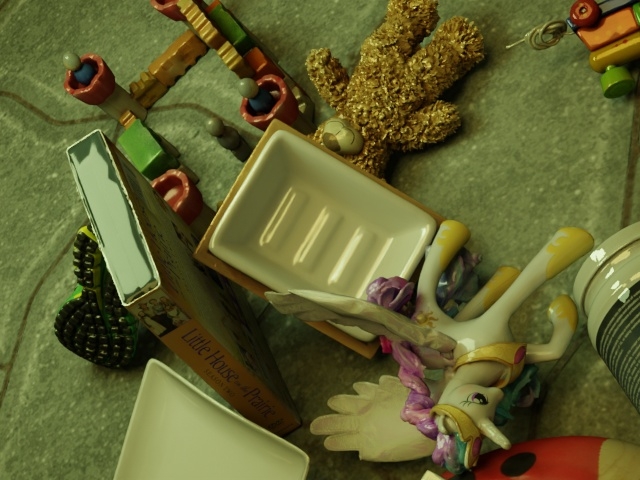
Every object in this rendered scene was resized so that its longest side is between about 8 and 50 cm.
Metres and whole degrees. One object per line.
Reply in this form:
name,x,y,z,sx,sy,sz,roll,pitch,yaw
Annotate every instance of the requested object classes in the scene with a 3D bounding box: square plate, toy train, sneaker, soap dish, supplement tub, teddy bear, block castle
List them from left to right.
sneaker,-0.316,0.066,2.058,0.134,0.343,0.146,23,40,1
block castle,-0.221,-0.234,2.179,0.303,0.213,0.453,-43,48,6
square plate,-0.167,0.383,1.829,0.347,0.049,0.344,25,101,41
soap dish,0.000,0.000,1.872,0.291,0.118,0.229,30,82,-3
teddy bear,0.099,-0.224,1.988,0.338,0.113,0.245,-37,86,-1
toy train,0.395,-0.261,1.858,0.248,0.105,0.143,-23,67,22
supplement tub,0.432,0.123,1.538,0.191,0.191,0.272,-37,50,11

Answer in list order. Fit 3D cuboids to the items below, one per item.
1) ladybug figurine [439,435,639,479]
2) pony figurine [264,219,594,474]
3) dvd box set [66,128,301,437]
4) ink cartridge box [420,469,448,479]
ladybug figurine,0.236,0.373,1.546,0.449,0.162,0.305,-23,54,22
pony figurine,0.146,0.130,1.682,0.351,0.303,0.363,5,44,37
dvd box set,-0.184,0.071,1.836,0.062,0.420,0.307,-32,51,5
ink cartridge box,0.158,0.364,1.482,0.179,0.045,0.145,31,83,23
